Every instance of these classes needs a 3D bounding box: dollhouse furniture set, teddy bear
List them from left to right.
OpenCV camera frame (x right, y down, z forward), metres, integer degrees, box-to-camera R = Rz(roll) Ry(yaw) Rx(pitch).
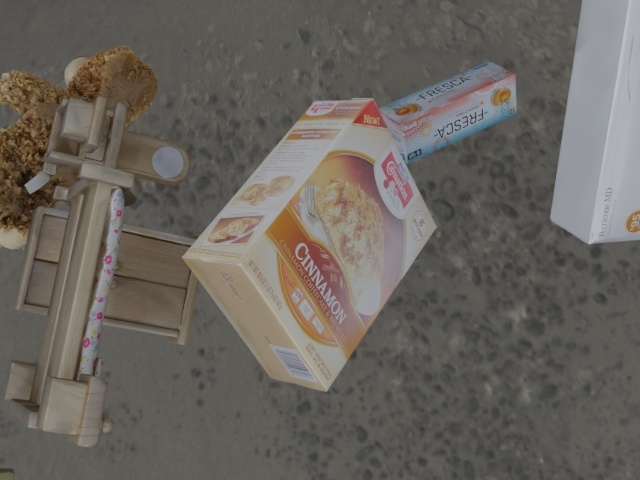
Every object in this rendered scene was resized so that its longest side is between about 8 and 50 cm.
[{"bbox_3d":[-0.372,-0.134,1.256,0.245,0.113,0.338,21,101,-55],"label":"teddy bear"},{"bbox_3d":[-0.145,0.009,0.784,0.174,0.355,0.303,13,81,-23],"label":"dollhouse furniture set"}]

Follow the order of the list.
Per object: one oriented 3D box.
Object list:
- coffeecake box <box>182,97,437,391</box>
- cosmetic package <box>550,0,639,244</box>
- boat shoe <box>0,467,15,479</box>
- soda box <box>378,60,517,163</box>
[{"bbox_3d":[0.000,0.000,0.728,0.068,0.185,0.142,5,138,42],"label":"coffeecake box"},{"bbox_3d":[0.234,-0.119,0.647,0.099,0.060,0.239,-4,112,-15],"label":"cosmetic package"},{"bbox_3d":[-0.340,0.249,0.740,0.104,0.285,0.089,-14,82,18],"label":"boat shoe"},{"bbox_3d":[0.167,-0.168,1.187,0.183,0.058,0.063,-25,128,-19],"label":"soda box"}]
